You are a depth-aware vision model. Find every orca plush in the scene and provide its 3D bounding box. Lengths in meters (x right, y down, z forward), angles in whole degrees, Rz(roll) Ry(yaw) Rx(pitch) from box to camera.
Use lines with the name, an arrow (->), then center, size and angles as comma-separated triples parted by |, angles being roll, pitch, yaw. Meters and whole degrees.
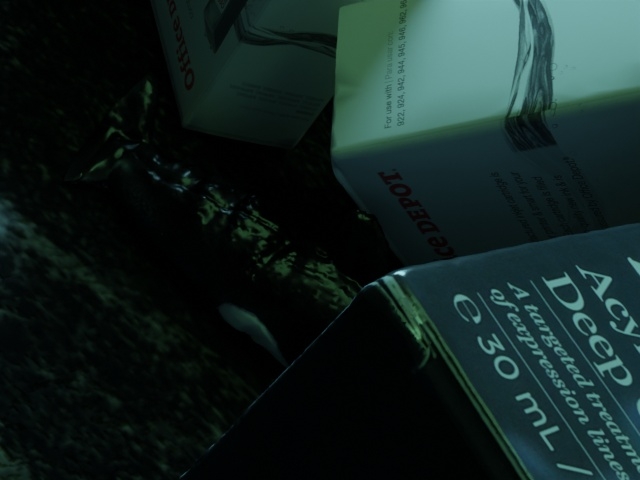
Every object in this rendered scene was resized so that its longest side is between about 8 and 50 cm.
orca plush -> 0.000, 0.000, 0.894 | 0.287, 0.102, 0.151 | 46, 37, 5

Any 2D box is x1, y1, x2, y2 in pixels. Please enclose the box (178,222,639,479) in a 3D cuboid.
box -> 0.164, 0.165, 0.701 | 0.395, 0.212, 0.293 | -9, 60, -50

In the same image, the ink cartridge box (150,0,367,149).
ink cartridge box -> -0.020, -0.188, 0.966 | 0.092, 0.218, 0.158 | 7, 49, -31

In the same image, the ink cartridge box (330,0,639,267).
ink cartridge box -> 0.165, -0.068, 0.892 | 0.198, 0.273, 0.115 | 50, 36, -53
